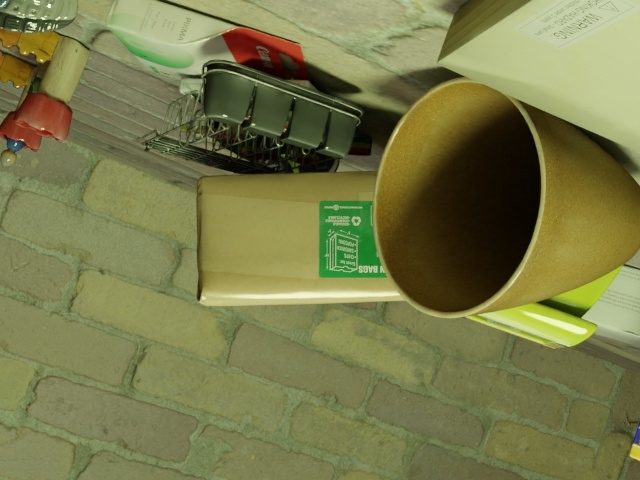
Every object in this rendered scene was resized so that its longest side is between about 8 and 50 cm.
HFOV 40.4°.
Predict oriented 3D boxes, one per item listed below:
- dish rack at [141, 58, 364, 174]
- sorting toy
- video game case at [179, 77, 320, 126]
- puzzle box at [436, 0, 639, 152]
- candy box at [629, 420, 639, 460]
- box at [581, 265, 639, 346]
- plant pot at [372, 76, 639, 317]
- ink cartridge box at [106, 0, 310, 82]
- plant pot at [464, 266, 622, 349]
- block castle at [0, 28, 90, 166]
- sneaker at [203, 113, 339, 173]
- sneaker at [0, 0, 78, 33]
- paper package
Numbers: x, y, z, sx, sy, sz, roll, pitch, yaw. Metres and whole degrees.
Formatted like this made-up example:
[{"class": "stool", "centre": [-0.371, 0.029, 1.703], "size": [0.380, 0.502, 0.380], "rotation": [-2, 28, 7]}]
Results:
[{"class": "dish rack", "centre": [-0.100, -0.138, 1.108], "size": [0.208, 0.074, 0.271], "rotation": [15, 168, -29]}, {"class": "sorting toy", "centre": [-0.069, -0.138, 1.280], "size": [0.274, 0.046, 0.132], "rotation": [5, -179, 15]}, {"class": "video game case", "centre": [-0.069, -0.180, 1.159], "size": [0.173, 0.022, 0.190], "rotation": [4, 175, 18]}, {"class": "puzzle box", "centre": [0.271, -0.130, 0.563], "size": [0.272, 0.052, 0.409], "rotation": [22, 174, -12]}, {"class": "candy box", "centre": [0.655, 0.235, 1.333], "size": [0.268, 0.317, 0.122], "rotation": [16, 173, 32]}, {"class": "box", "centre": [0.589, 0.130, 1.574], "size": [0.181, 0.119, 0.182], "rotation": [17, 174, 28]}, {"class": "plant pot", "centre": [0.227, -0.035, 0.928], "size": [0.254, 0.237, 0.237], "rotation": [5, -176, -35]}, {"class": "ink cartridge box", "centre": [-0.129, -0.223, 1.071], "size": [0.224, 0.056, 0.181], "rotation": [21, 175, 7]}, {"class": "plant pot", "centre": [0.289, 0.026, 1.199], "size": [0.227, 0.207, 0.228], "rotation": [19, 175, 8]}, {"class": "block castle", "centre": [-0.590, -0.262, 1.481], "size": [0.303, 0.213, 0.453], "rotation": [23, 174, -24]}, {"class": "sneaker", "centre": [-0.085, -0.153, 1.404], "size": [0.234, 0.084, 0.097], "rotation": [19, 173, 12]}, {"class": "sneaker", "centre": [-0.408, -0.322, 0.979], "size": [0.297, 0.111, 0.129], "rotation": [25, -170, -6]}, {"class": "paper package", "centre": [0.000, 0.000, 1.178], "size": [0.324, 0.168, 0.309], "rotation": [-1, 180, -3]}]
